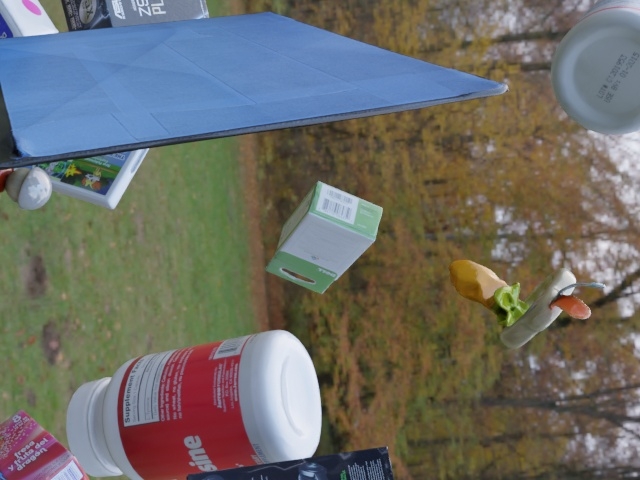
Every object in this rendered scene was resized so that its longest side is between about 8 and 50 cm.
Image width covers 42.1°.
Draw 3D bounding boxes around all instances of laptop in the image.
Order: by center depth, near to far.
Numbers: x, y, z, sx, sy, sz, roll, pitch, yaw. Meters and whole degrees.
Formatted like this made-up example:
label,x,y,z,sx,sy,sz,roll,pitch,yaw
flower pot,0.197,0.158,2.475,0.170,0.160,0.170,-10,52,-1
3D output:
label,x,y,z,sx,sy,sz,roll,pitch,yaw
laptop,-0.171,-0.193,0.473,0.408,0.236,0.382,49,-4,-30

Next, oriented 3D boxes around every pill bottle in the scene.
label,x,y,z,sx,sy,sz,roll,pitch,yaw
pill bottle,0.232,-0.144,0.611,0.160,0.087,0.087,-42,135,-49
pill bottle,-0.223,0.299,1.443,0.229,0.408,0.229,-13,90,-70

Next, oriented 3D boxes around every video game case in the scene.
label,x,y,z,sx,sy,sz,roll,pitch,yaw
video game case,-0.467,-0.229,1.596,0.036,0.329,0.300,74,37,-61

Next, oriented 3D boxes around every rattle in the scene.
label,x,y,z,sx,sy,sz,roll,pitch,yaw
rattle,0.250,0.051,1.032,0.142,0.130,0.199,58,-1,9

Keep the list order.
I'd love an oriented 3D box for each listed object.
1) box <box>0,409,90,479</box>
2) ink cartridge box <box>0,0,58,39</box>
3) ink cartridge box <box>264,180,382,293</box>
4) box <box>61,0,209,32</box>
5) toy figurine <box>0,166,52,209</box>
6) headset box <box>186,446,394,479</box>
label,x,y,z,sx,sy,sz,roll,pitch,yaw
box,-0.368,0.324,0.877,0.123,0.257,0.128,22,-39,40
ink cartridge box,-0.359,-0.211,0.772,0.371,0.176,0.069,56,24,17
ink cartridge box,0.000,0.000,1.287,0.209,0.109,0.062,130,-21,-56
box,-0.194,-0.207,0.945,0.147,0.077,0.180,-23,104,-49
toy figurine,-0.389,-0.165,1.062,0.213,0.148,0.209,116,-5,-64
headset box,-0.056,0.389,1.127,0.246,0.283,0.131,108,-26,-60
